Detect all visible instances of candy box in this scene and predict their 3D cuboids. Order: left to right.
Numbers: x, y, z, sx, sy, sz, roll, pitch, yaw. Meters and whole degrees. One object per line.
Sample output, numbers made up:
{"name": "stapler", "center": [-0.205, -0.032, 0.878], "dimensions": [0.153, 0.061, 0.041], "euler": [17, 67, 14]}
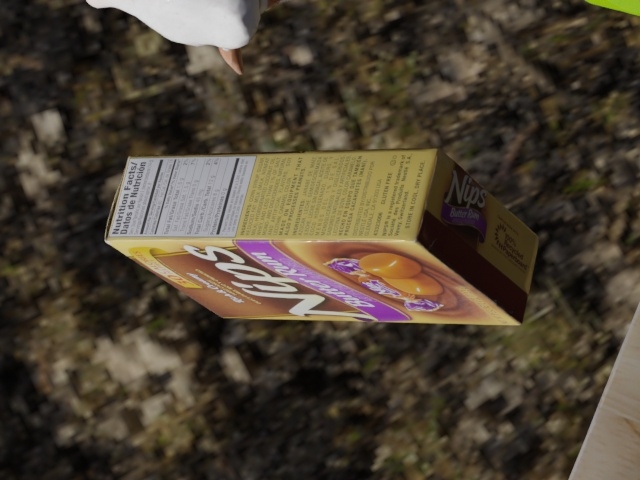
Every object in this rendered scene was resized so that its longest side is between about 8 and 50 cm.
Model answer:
{"name": "candy box", "center": [0.000, 0.000, 0.963], "dimensions": [0.187, 0.109, 0.053], "euler": [1, 68, 36]}

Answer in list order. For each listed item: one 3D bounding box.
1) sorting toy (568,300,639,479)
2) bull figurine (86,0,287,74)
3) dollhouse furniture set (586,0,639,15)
{"name": "sorting toy", "center": [0.166, 0.120, 0.430], "dimensions": [0.257, 0.089, 0.255], "euler": [21, 79, 13]}
{"name": "bull figurine", "center": [0.005, -0.220, 0.893], "dimensions": [0.310, 0.101, 0.188], "euler": [-38, 63, 1]}
{"name": "dollhouse furniture set", "center": [0.297, -0.271, 1.171], "dimensions": [0.197, 0.301, 0.151], "euler": [19, 143, 32]}
